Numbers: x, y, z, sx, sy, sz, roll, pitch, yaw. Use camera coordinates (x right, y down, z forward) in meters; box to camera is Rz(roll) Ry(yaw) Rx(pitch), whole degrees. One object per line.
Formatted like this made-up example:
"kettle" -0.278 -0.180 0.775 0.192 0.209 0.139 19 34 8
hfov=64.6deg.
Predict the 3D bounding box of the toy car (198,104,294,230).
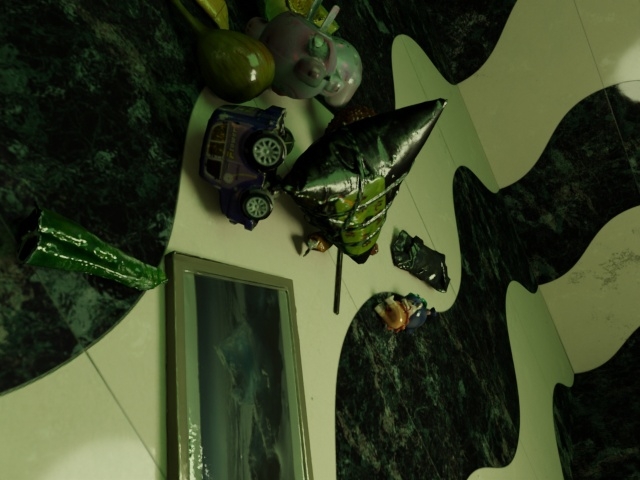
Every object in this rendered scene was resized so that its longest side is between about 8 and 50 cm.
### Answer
"toy car" -0.144 -0.145 0.958 0.172 0.158 0.235 -80 -176 -71

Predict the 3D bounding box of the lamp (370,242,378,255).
"lamp" 0.140 0.017 1.431 0.083 0.031 0.063 28 52 -53

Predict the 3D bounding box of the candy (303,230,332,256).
"candy" 0.000 0.000 1.214 0.182 0.046 0.053 -28 114 -61

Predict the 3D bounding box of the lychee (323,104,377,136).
"lychee" 0.096 -0.266 1.363 0.238 0.200 0.200 26 51 -72

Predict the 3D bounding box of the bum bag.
"bum bag" 0.335 0.069 1.654 0.310 0.074 0.137 29 63 -40

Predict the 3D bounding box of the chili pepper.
"chili pepper" -0.309 0.024 0.727 0.227 0.059 0.088 29 46 -49

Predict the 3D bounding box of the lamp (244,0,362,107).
"lamp" -0.012 -0.461 1.246 0.247 0.247 0.301 48 29 20

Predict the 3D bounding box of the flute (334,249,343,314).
"flute" 0.050 0.065 1.285 0.014 0.014 0.269 39 44 -40

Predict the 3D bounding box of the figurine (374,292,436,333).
"figurine" 0.234 0.209 1.423 0.195 0.111 0.102 -2 59 -53

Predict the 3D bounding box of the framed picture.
"framed picture" -0.133 0.259 0.896 0.326 0.028 0.446 18 59 -52

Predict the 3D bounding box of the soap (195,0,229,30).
"soap" -0.249 -0.540 1.128 0.168 0.033 0.089 44 44 -38

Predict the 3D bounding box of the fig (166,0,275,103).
"fig" -0.203 -0.405 1.032 0.259 0.151 0.151 54 36 -19

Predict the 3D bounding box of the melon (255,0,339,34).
"melon" -0.098 -0.620 1.332 0.265 0.129 0.169 14 40 -50

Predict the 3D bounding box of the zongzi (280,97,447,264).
"zongzi" 0.099 -0.159 1.077 0.319 0.362 0.383 59 -1 11
